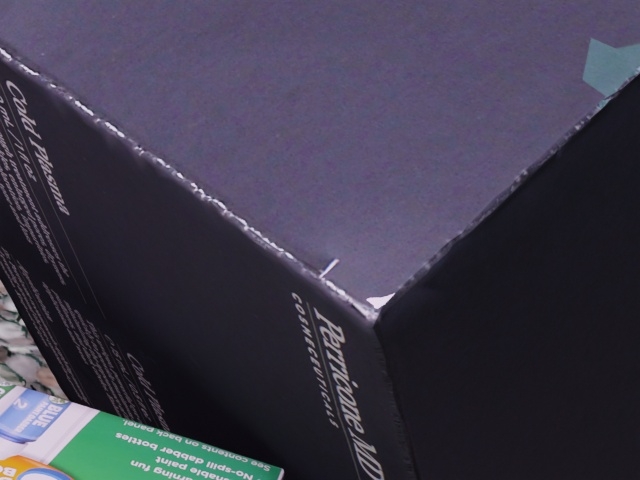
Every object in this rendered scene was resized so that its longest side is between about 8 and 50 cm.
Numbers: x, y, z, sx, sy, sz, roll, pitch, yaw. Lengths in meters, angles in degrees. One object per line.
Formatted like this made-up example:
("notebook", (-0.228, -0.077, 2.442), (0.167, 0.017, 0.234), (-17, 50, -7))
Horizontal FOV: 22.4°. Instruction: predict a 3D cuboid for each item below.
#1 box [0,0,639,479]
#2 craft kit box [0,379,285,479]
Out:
("box", (0.000, 0.000, 0.674), (0.179, 0.343, 0.312), (-41, 55, -19))
("craft kit box", (-0.157, 0.115, 0.502), (0.250, 0.061, 0.246), (16, 27, 4))
